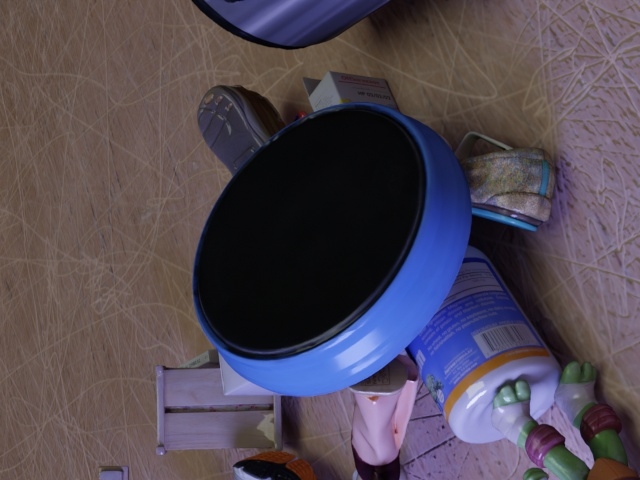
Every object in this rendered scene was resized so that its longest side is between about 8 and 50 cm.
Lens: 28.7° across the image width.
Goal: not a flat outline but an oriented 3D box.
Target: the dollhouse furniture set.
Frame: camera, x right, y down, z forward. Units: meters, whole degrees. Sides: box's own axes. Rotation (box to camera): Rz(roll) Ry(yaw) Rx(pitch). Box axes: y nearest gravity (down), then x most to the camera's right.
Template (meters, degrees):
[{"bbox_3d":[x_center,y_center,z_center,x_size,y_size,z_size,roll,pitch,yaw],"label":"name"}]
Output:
[{"bbox_3d":[-0.208,0.301,2.007,0.174,0.303,0.355,78,-168,-83],"label":"dollhouse furniture set"}]

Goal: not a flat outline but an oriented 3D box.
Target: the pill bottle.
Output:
[{"bbox_3d":[0.171,0.102,1.550,0.152,0.152,0.272,-59,44,33],"label":"pill bottle"}]

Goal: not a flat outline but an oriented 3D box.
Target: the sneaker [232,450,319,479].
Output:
[{"bbox_3d":[-0.029,0.397,1.823,0.262,0.099,0.121,17,111,38],"label":"sneaker"}]

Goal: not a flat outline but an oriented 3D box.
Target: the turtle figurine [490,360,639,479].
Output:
[{"bbox_3d":[0.306,0.221,1.328,0.198,0.274,0.266,-40,43,3],"label":"turtle figurine"}]

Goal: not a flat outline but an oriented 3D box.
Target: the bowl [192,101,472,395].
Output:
[{"bbox_3d":[0.000,0.000,1.554,0.391,0.077,0.391,-22,49,29],"label":"bowl"}]

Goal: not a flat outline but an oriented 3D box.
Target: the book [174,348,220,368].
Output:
[{"bbox_3d":[-0.180,0.211,2.074,0.144,0.096,0.035,-30,63,49],"label":"book"}]

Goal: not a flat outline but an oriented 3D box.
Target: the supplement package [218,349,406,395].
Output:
[{"bbox_3d":[-0.002,0.101,1.767,0.293,0.178,0.175,-32,61,49],"label":"supplement package"}]

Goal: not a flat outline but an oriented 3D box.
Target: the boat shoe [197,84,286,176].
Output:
[{"bbox_3d":[-0.064,-0.102,1.921,0.123,0.116,0.324,-30,84,38],"label":"boat shoe"}]

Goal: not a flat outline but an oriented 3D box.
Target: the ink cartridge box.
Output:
[{"bbox_3d":[0.054,-0.177,1.772,0.061,0.104,0.181,-50,50,40],"label":"ink cartridge box"}]

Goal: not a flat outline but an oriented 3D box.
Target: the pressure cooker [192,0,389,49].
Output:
[{"bbox_3d":[0.019,-0.485,1.622,0.420,0.370,0.375,-23,59,50],"label":"pressure cooker"}]

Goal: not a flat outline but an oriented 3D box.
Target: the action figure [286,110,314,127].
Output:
[{"bbox_3d":[-0.038,-0.175,1.964,0.115,0.030,0.038,-32,67,52],"label":"action figure"}]

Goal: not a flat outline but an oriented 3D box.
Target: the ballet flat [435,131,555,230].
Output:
[{"bbox_3d":[0.163,-0.086,1.615,0.349,0.123,0.123,10,96,51],"label":"ballet flat"}]

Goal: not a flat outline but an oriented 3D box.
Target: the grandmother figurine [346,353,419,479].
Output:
[{"bbox_3d":[0.076,0.258,1.613,0.342,0.104,0.207,85,-172,-49],"label":"grandmother figurine"}]
